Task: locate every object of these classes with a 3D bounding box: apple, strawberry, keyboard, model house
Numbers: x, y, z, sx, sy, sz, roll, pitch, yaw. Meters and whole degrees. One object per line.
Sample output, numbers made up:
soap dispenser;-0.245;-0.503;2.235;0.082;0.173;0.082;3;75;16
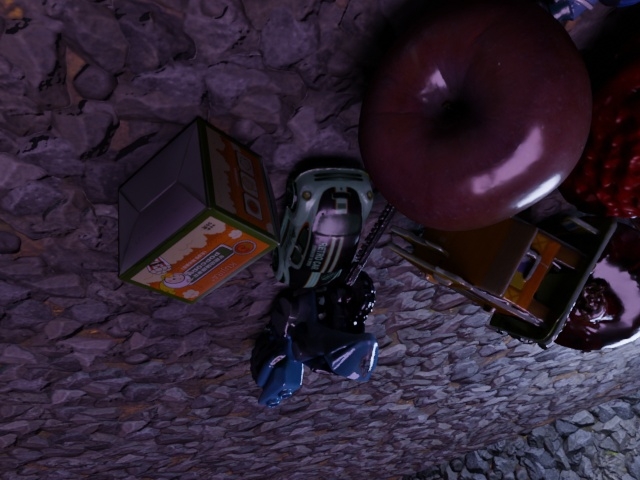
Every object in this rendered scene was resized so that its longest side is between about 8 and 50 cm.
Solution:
apple;0.200;-0.156;0.759;0.306;0.305;0.235;-38;162;28
strawberry;0.522;-0.163;0.886;0.317;0.295;0.345;41;153;-11
keyboard;0.104;-0.024;1.001;0.231;0.023;0.072;-59;174;4
model house;0.288;0.003;1.066;0.242;0.313;0.357;-59;178;-1

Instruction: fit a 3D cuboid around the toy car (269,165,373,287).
toy car;0.000;0.000;1.023;0.136;0.125;0.305;-2;141;-18

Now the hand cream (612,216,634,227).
hand cream;0.654;-0.002;1.326;0.076;0.047;0.174;-12;153;-9

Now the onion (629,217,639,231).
onion;0.689;-0.100;1.081;0.247;0.190;0.246;-4;124;-5

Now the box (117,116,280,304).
box;-0.183;-0.036;0.861;0.195;0.177;0.148;-34;141;24

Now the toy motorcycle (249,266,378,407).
toy motorcycle;-0.019;0.239;1.243;0.172;0.232;0.416;17;134;-40

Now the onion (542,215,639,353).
onion;0.573;0.104;1.229;0.314;0.232;0.313;5;117;9

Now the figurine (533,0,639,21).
figurine;0.356;-0.327;0.754;0.149;0.087;0.086;-28;179;19
